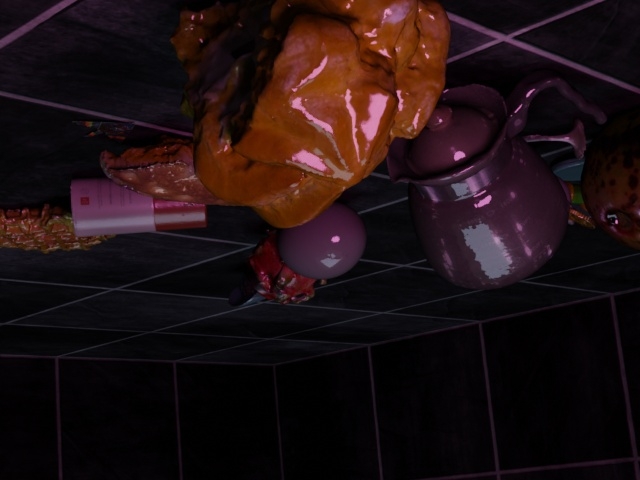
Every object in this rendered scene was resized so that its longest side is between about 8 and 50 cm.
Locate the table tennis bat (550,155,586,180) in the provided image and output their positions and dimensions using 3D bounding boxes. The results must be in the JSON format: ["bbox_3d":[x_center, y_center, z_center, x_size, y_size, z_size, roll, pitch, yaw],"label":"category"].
[{"bbox_3d":[0.474,-0.136,2.009,0.149,0.038,0.237,-5,172,6],"label":"table tennis bat"}]

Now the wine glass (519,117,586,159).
[{"bbox_3d":[0.273,-0.152,1.783,0.262,0.074,0.074,-2,167,-5],"label":"wine glass"}]

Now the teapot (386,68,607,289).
[{"bbox_3d":[0.242,-0.099,1.616,0.305,0.223,0.285,-14,138,23],"label":"teapot"}]

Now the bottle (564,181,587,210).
[{"bbox_3d":[0.517,-0.084,2.171,0.187,0.069,0.069,2,165,-24],"label":"bottle"}]

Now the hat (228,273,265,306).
[{"bbox_3d":[-0.132,0.095,2.700,0.191,0.078,0.138,-19,-172,-43],"label":"hat"}]

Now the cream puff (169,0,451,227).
[{"bbox_3d":[0.002,-0.155,1.232,0.274,0.270,0.323,-3,170,-32],"label":"cream puff"}]

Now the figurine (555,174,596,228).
[{"bbox_3d":[0.323,-0.065,1.909,0.271,0.143,0.143,38,-166,33],"label":"figurine"}]

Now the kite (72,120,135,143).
[{"bbox_3d":[-0.305,-0.159,1.661,0.090,0.004,0.122,-11,165,27],"label":"kite"}]

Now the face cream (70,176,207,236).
[{"bbox_3d":[-0.294,-0.060,1.893,0.214,0.096,0.096,-4,167,-6],"label":"face cream"}]

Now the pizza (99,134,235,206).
[{"bbox_3d":[-0.181,-0.109,1.745,0.305,0.086,0.161,8,159,-28],"label":"pizza"}]

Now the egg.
[{"bbox_3d":[0.000,0.000,2.160,0.146,0.146,0.198,6,169,-42],"label":"egg"}]

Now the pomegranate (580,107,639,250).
[{"bbox_3d":[0.556,-0.107,1.784,0.306,0.242,0.242,-19,172,-20],"label":"pomegranate"}]

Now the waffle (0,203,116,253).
[{"bbox_3d":[-0.505,-0.022,2.083,0.291,0.051,0.291,-4,167,-1],"label":"waffle"}]

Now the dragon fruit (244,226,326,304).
[{"bbox_3d":[-0.055,0.043,2.312,0.172,0.166,0.160,-37,117,7],"label":"dragon fruit"}]
